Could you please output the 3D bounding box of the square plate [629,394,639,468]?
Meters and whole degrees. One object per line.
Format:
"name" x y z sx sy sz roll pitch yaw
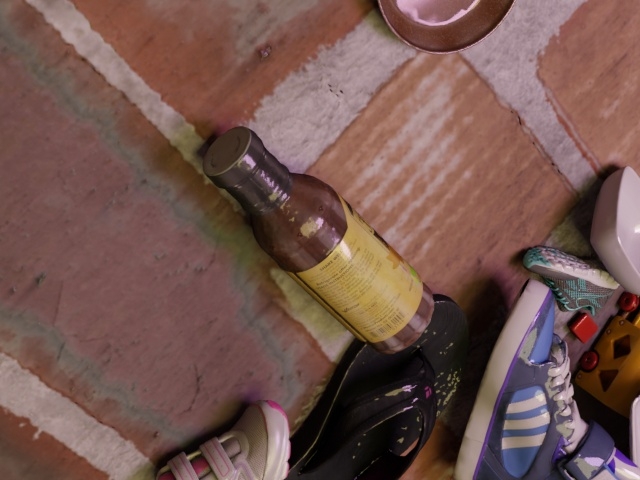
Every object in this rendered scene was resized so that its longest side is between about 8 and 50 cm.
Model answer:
"square plate" 0.548 0.308 1.899 0.344 0.049 0.347 -17 117 -26

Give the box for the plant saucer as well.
"plant saucer" 0.142 -0.312 1.550 0.199 0.036 0.198 -12 117 -24

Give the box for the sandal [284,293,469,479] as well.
"sandal" 0.050 0.267 1.715 0.167 0.107 0.446 39 90 -35

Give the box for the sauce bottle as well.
"sauce bottle" 0.000 0.000 1.567 0.111 0.111 0.344 -47 126 -2

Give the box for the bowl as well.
"bowl" 0.399 -0.008 1.783 0.142 0.053 0.142 51 41 -34

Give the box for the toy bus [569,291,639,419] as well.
"toy bus" 0.451 0.154 1.882 0.191 0.104 0.202 -21 120 -19

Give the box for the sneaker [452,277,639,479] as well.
"sneaker" 0.321 0.224 1.760 0.236 0.130 0.322 20 115 10

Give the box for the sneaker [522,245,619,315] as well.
"sneaker" 0.328 0.059 1.802 0.166 0.065 0.076 16 107 -31

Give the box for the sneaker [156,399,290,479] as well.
"sneaker" -0.132 0.294 1.633 0.111 0.103 0.252 31 94 -36
